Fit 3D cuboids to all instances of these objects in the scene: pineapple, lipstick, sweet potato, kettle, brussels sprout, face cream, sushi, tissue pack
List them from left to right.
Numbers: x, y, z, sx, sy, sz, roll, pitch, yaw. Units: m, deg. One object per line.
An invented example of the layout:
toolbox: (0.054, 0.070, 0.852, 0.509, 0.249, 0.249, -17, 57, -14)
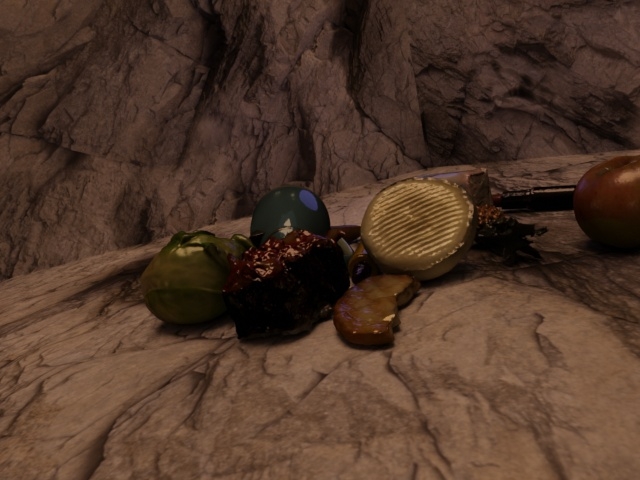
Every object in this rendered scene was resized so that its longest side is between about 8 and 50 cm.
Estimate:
brussels sprout: (-0.289, 0.082, 1.152, 0.294, 0.227, 0.259, -18, -4, 3)
sushi: (-0.053, 0.080, 1.029, 0.196, 0.182, 0.343, 3, 20, 30)
kettle: (-0.048, 0.003, 1.353, 0.319, 0.247, 0.342, 13, 17, -8)
sweet potato: (-0.005, -0.001, 1.657, 0.346, 0.079, 0.108, -11, -17, 7)
face cream: (0.116, 0.059, 1.214, 0.078, 0.078, 0.273, -8, 12, 15)
tissue pack: (0.400, -0.115, 1.485, 0.124, 0.201, 0.271, -25, 15, -34)
pineapple: (0.462, -0.019, 1.191, 0.130, 0.119, 0.277, 32, 10, -7)
lipstick: (0.715, -0.142, 1.596, 0.300, 0.081, 0.081, 1, 17, 43)

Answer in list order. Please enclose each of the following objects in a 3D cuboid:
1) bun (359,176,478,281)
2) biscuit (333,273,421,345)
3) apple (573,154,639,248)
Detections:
bun: (0.239, -0.020, 1.149, 0.287, 0.146, 0.287, -8, 55, 11)
biscuit: (0.104, 0.133, 0.946, 0.154, 0.045, 0.299, -5, 14, 24)
apple: (0.711, -0.092, 1.070, 0.261, 0.194, 0.261, -13, 11, 3)
